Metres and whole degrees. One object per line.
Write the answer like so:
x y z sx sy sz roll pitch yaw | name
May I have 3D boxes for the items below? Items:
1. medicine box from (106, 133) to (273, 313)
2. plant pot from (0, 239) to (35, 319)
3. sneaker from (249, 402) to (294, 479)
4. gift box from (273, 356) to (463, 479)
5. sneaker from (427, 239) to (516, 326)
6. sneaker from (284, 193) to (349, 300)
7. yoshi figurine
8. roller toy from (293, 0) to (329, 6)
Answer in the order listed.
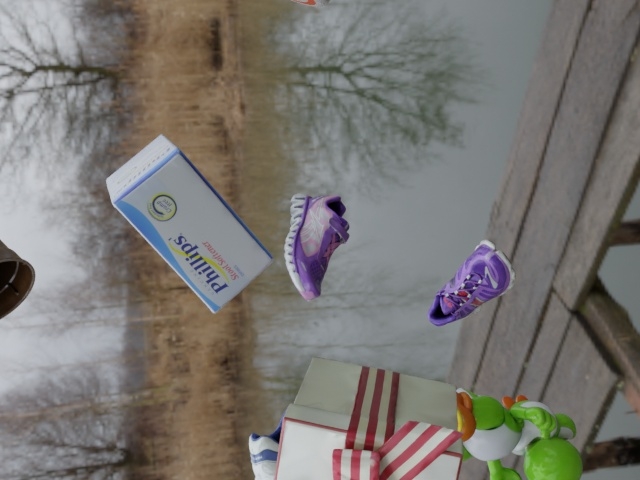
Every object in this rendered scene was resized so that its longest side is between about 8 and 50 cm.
-0.248 -0.041 1.478 0.263 0.149 0.289 50 175 -21 | medicine box
-0.608 0.039 1.376 0.165 0.167 0.167 46 150 22 | plant pot
0.002 0.339 1.430 0.111 0.296 0.131 -6 105 48 | sneaker
0.079 0.312 1.063 0.258 0.276 0.255 -54 -31 -74 | gift box
0.190 0.066 1.027 0.068 0.071 0.170 49 145 18 | sneaker
0.000 0.000 1.420 0.095 0.104 0.236 65 -159 -44 | sneaker
0.360 0.388 1.488 0.203 0.362 0.203 -7 76 58 | yoshi figurine
-0.054 -0.523 1.483 0.209 0.191 0.146 27 97 37 | roller toy
